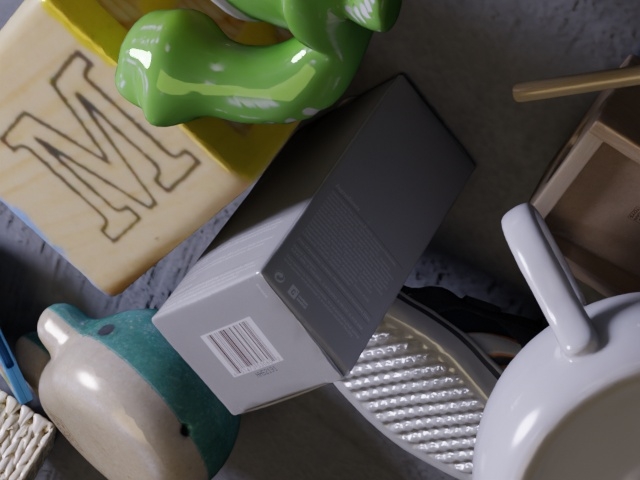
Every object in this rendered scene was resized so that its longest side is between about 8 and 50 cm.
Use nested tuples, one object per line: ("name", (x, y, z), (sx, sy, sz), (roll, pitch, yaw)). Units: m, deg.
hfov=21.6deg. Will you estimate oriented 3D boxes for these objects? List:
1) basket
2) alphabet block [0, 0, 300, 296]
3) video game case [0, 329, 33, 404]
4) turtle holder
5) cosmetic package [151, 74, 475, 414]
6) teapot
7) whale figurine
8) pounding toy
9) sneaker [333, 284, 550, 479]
("basket", (-0.326, 0.207, 1.624), (0.103, 0.113, 0.167), (31, 163, -1))
("alphabet block", (-0.128, -0.114, 1.199), (0.193, 0.192, 0.197), (42, 138, -11))
("video game case", (-0.319, 0.061, 1.551), (0.119, 0.015, 0.166), (41, 155, 53))
("turtle holder", (-0.020, -0.234, 0.991), (0.227, 0.243, 0.320), (22, 144, 11))
("cosmetic package", (0.000, 0.000, 1.188), (0.127, 0.238, 0.107), (-24, 110, 46))
("teapot", (0.207, 0.129, 1.088), (0.252, 0.187, 0.256), (13, 111, -8))
("whale figurine", (-0.173, 0.130, 1.511), (0.272, 0.141, 0.216), (12, 138, 57))
("pounding toy", (0.213, -0.071, 1.096), (0.181, 0.094, 0.206), (32, 137, 1))
("sneaker", (0.144, 0.118, 1.289), (0.321, 0.127, 0.126), (36, 136, 6))
